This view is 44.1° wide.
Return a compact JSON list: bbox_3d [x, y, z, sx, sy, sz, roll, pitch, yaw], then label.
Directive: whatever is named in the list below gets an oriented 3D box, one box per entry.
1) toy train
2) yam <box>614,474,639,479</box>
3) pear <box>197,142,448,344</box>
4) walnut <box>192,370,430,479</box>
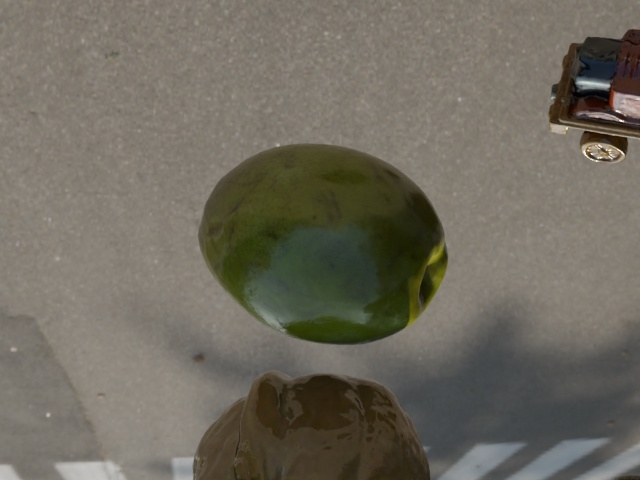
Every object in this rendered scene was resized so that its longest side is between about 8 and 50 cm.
[{"bbox_3d":[0.536,-0.220,1.186,0.369,0.163,0.231,13,161,20],"label":"toy train"},{"bbox_3d":[0.338,0.377,0.781,0.201,0.271,0.202,15,166,35],"label":"yam"},{"bbox_3d":[0.000,0.000,0.977,0.307,0.253,0.253,27,162,23],"label":"pear"},{"bbox_3d":[-0.014,0.294,0.974,0.296,0.285,0.285,-19,150,10],"label":"walnut"}]
